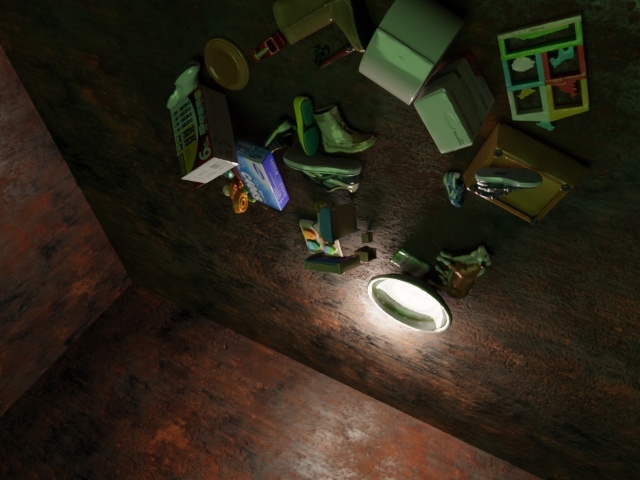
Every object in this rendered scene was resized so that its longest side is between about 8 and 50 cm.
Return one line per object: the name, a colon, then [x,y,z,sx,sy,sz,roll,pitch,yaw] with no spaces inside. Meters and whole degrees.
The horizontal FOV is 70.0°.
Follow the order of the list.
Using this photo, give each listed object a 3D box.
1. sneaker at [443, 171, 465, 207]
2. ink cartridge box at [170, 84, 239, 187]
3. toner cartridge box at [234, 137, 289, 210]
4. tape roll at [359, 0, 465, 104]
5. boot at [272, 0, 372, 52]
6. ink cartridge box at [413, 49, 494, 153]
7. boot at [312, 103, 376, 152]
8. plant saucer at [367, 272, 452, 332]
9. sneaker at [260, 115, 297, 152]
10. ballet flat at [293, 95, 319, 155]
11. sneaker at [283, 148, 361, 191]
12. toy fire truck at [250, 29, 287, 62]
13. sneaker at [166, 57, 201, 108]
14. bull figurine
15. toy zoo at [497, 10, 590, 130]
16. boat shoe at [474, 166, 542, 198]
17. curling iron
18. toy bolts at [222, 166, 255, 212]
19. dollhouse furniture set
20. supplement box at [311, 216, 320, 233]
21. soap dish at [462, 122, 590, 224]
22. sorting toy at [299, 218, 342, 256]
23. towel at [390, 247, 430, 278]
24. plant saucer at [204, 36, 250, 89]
sneaker: [0.468,-0.173,1.565,0.059,0.053,0.144,-3,131,38]
ink cartridge box: [-0.482,-0.397,1.804,0.272,0.130,0.309,-23,73,33]
toner cartridge box: [-0.252,-0.270,1.926,0.165,0.075,0.347,23,158,21]
tape roll: [0.237,-0.507,1.203,0.169,0.246,0.246,34,144,0]
boot: [0.006,-0.643,1.362,0.270,0.089,0.236,-5,111,40]
ink cartridge box: [0.370,-0.378,1.249,0.100,0.237,0.172,-12,123,46]
boot: [0.081,-0.395,1.602,0.213,0.077,0.165,4,132,36]
plant saucer: [0.407,0.258,2.045,0.401,0.100,0.400,26,150,17]
sneaker: [-0.163,-0.385,1.798,0.097,0.084,0.235,37,145,-7]
ballet flat: [-0.056,-0.427,1.687,0.077,0.077,0.230,35,148,38]
sneaker: [0.002,-0.262,1.770,0.321,0.126,0.127,17,135,21]
toy fire truck: [-0.174,-0.624,1.487,0.192,0.135,0.047,-12,124,45]
sneaker: [-0.519,-0.609,1.831,0.129,0.110,0.297,27,151,-16]
bull figurine: [0.544,0.120,1.801,0.189,0.101,0.310,27,142,18]
toy zoo: [0.590,-0.423,1.199,0.193,0.030,0.293,1,133,38]
boat shoe: [0.540,-0.161,1.316,0.184,0.065,0.083,14,142,35]
curling iron: [0.074,-0.598,1.406,0.274,0.035,0.068,-4,129,42]
toy bolts: [-0.403,-0.248,2.047,0.159,0.218,0.228,5,129,16]
dollhouse furniture set: [0.066,-0.041,1.924,0.198,0.287,0.303,5,107,42]
supplement box: [0.020,-0.081,1.999,0.056,0.083,0.083,46,144,-16]
soap dish: [0.604,-0.190,1.381,0.291,0.118,0.228,30,144,6]
sorting toy: [0.000,0.000,2.147,0.193,0.038,0.208,14,139,27]
towel: [0.386,0.104,1.972,0.152,0.023,0.113,33,144,3]
plant saucer: [-0.351,-0.645,1.690,0.200,0.037,0.199,22,143,18]
